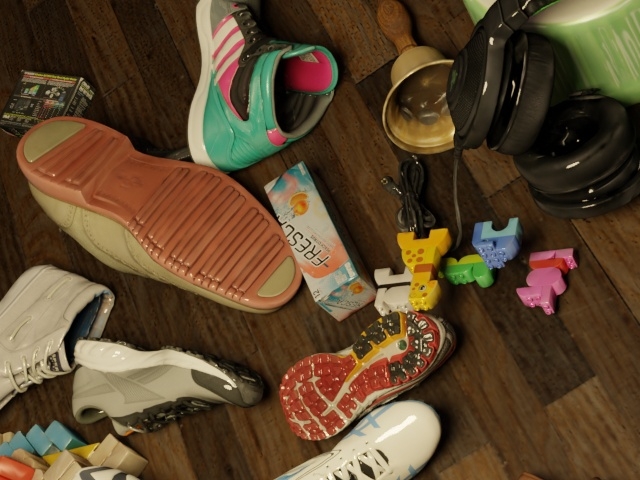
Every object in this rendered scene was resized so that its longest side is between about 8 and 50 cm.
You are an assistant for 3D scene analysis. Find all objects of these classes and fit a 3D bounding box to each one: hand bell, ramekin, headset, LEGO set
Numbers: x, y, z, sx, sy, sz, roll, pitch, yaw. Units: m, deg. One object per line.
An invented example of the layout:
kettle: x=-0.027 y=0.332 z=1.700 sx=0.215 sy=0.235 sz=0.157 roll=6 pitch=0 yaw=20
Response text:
hand bell: x=0.105 y=-0.224 z=1.539 sx=0.126 sy=0.126 sz=0.242 roll=-31 pitch=42 yaw=12
ramekin: x=0.293 y=-0.304 z=1.427 sx=0.303 sy=0.148 sz=0.303 roll=-14 pitch=59 yaw=24
headset: x=0.221 y=-0.134 z=1.347 sx=0.394 sy=0.243 sz=0.185 roll=-43 pitch=26 yaw=27
LEGO set: x=0.141 y=0.042 z=1.357 sx=0.227 sy=0.087 sz=0.093 roll=-7 pitch=48 yaw=28

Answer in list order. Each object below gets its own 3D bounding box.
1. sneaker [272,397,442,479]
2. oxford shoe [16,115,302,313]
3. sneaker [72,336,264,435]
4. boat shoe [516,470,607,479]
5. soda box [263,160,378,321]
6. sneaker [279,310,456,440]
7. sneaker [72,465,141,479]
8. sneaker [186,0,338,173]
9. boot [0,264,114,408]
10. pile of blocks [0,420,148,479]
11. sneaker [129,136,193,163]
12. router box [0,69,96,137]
sneaker: x=0.025 y=0.244 z=1.316 sx=0.237 sy=0.085 sz=0.086 roll=-36 pitch=8 yaw=15
oxford shoe: x=-0.187 y=-0.013 z=1.577 sx=0.397 sy=0.146 sz=0.140 roll=31 pitch=58 yaw=22
sneaker: x=-0.176 y=0.174 z=1.484 sx=0.272 sy=0.100 sz=0.108 roll=0 pitch=74 yaw=37
boat shoe: x=0.255 y=0.247 z=1.205 sx=0.178 sy=0.064 sz=0.060 roll=2 pitch=68 yaw=33
soda box: x=0.000 y=0.000 z=1.487 sx=0.058 sy=0.063 sz=0.183 roll=-33 pitch=53 yaw=10
sneaker: x=0.051 y=0.146 z=1.375 sx=0.225 sy=0.093 sz=0.088 roll=-30 pitch=72 yaw=31
sneaker: x=-0.206 y=0.367 z=1.387 sx=0.153 sy=0.094 sz=0.235 roll=7 pitch=75 yaw=25
sneaker: x=-0.065 y=-0.231 z=1.609 sx=0.178 sy=0.124 sz=0.295 roll=-9 pitch=68 yaw=32
boot: x=-0.356 y=0.141 z=1.579 sx=0.123 sy=0.095 sz=0.258 roll=12 pitch=58 yaw=32
pile of blocks: x=-0.384 y=0.273 z=1.531 sx=0.362 sy=0.112 sz=0.149 roll=-21 pitch=56 yaw=19
sneaker: x=-0.222 y=-0.104 z=1.680 sx=0.170 sy=0.051 sz=0.089 roll=-29 pitch=58 yaw=18
router box: x=-0.384 y=-0.186 z=1.826 sx=0.122 sy=0.038 sz=0.092 roll=12 pitch=72 yaw=34
